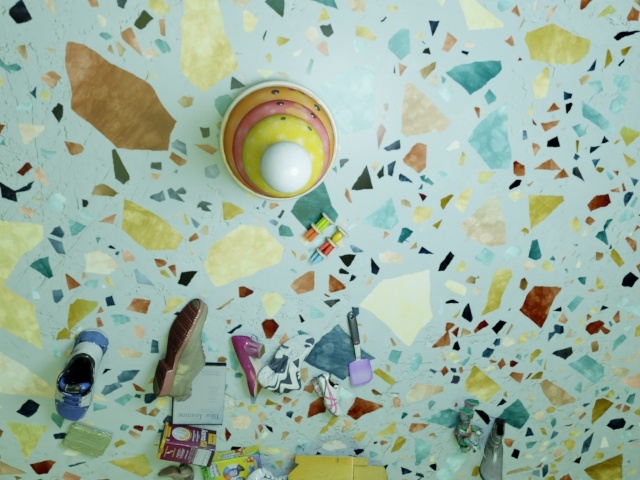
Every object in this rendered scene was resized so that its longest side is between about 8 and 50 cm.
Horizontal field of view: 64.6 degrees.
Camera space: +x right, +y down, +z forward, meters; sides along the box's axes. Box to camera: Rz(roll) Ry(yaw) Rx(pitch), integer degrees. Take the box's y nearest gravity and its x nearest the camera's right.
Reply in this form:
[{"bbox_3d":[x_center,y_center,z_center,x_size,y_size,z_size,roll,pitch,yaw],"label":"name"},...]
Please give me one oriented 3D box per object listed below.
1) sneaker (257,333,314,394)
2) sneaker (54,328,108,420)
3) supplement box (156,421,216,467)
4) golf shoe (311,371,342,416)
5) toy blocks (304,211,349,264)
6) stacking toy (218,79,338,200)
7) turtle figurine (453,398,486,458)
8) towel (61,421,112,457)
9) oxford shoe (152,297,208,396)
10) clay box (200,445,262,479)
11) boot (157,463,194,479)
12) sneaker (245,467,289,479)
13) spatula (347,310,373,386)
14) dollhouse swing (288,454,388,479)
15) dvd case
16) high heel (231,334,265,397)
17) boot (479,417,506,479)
[{"bbox_3d":[-0.094,0.442,1.761,0.235,0.094,0.153,-49,139,-17],"label":"sneaker"},{"bbox_3d":[-0.778,0.453,1.596,0.128,0.182,0.315,19,105,-14],"label":"sneaker"},{"bbox_3d":[-0.469,0.719,1.785,0.188,0.104,0.080,16,106,-15],"label":"supplement box"},{"bbox_3d":[0.042,0.560,1.832,0.086,0.067,0.186,-29,112,0],"label":"golf shoe"},{"bbox_3d":[0.000,0.000,1.627,0.123,0.054,0.148,41,99,-21],"label":"toy blocks"},{"bbox_3d":[-0.088,-0.219,1.304,0.351,0.480,0.350,-3,111,-9],"label":"stacking toy"},{"bbox_3d":[0.573,0.741,1.948,0.118,0.175,0.234,-2,102,16],"label":"turtle figurine"},{"bbox_3d":[-0.810,0.694,1.762,0.148,0.027,0.110,27,104,-19],"label":"towel"},{"bbox_3d":[-0.432,0.353,1.663,0.130,0.123,0.348,19,100,-36],"label":"oxford shoe"},{"bbox_3d":[-0.332,0.847,1.882,0.222,0.053,0.127,-9,111,-7],"label":"clay box"},{"bbox_3d":[-0.528,0.871,1.866,0.119,0.042,0.087,-16,114,-3],"label":"boot"},{"bbox_3d":[-0.153,0.939,1.883,0.110,0.118,0.292,-51,132,5],"label":"sneaker"},{"bbox_3d":[0.131,0.384,1.802,0.084,0.030,0.296,-12,111,-6],"label":"spatula"},{"bbox_3d":[0.073,0.998,1.900,0.315,0.346,0.305,-5,156,17],"label":"dollhouse swing"},{"bbox_3d":[-0.427,0.537,1.770,0.181,0.022,0.253,3,109,-11],"label":"dvd case"},{"bbox_3d":[-0.255,0.435,1.748,0.117,0.082,0.244,16,125,18],"label":"high heel"},{"bbox_3d":[0.668,0.804,1.947,0.084,0.246,0.161,11,112,15],"label":"boot"}]
